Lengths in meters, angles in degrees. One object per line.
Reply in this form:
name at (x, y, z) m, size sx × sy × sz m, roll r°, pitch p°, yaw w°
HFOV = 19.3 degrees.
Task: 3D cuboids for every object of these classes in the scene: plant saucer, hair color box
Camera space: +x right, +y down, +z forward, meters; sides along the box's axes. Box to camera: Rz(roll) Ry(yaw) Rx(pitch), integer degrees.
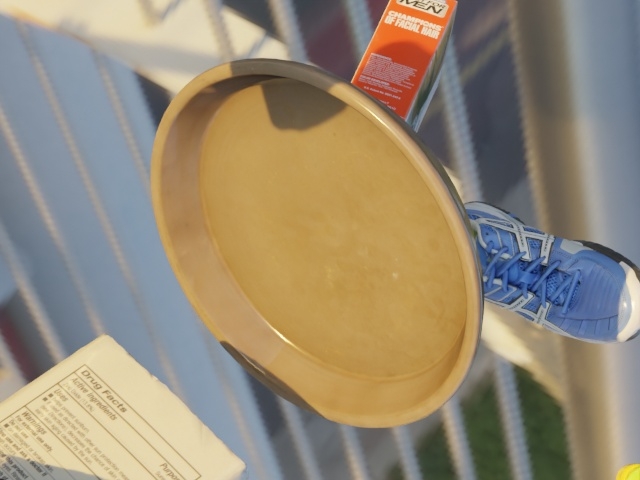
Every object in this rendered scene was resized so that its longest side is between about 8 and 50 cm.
plant saucer at (0.000, 0.000, 1.278) m, size 0.041 × 0.278 × 0.278 m, roll -36°, pitch 140°, yaw -42°
hair color box at (0.052, -0.106, 1.424) m, size 0.093 × 0.053 × 0.167 m, roll 101°, pitch 9°, yaw -47°

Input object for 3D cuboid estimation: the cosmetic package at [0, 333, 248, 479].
cosmetic package at (-0.202, 0.214, 1.196) m, size 0.296 × 0.153 × 0.129 m, roll -34°, pitch 148°, yaw -27°

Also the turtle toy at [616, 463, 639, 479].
turtle toy at (0.269, 0.195, 1.319) m, size 0.066 × 0.095 × 0.130 m, roll -30°, pitch 95°, yaw -15°

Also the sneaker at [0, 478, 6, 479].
sneaker at (-0.215, 0.164, 1.098) m, size 0.053 × 0.144 × 0.059 m, roll 16°, pitch 87°, yaw -58°

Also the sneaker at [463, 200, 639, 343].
sneaker at (0.156, 0.029, 1.435) m, size 0.081 × 0.211 × 0.080 m, roll -3°, pitch 108°, yaw -48°
